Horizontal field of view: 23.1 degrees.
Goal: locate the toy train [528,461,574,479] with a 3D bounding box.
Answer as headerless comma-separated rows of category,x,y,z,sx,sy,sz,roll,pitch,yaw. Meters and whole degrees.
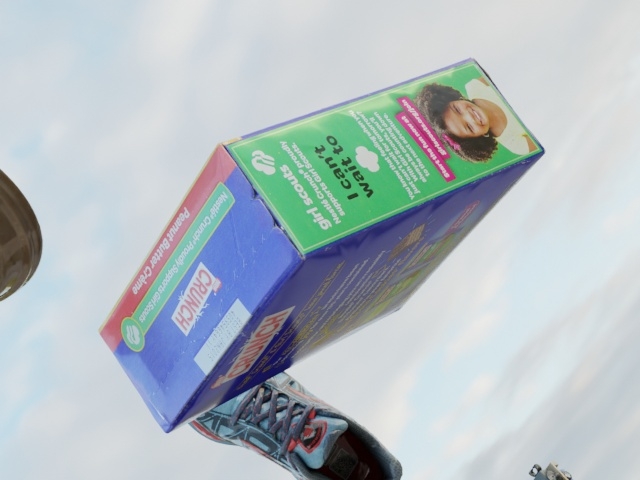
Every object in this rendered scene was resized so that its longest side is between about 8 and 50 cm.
toy train,0.202,0.209,1.068,0.036,0.158,0.027,-4,-47,-50

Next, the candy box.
candy box,0.000,0.000,1.333,0.317,0.122,0.268,-25,-18,-44

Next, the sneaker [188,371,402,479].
sneaker,-0.024,0.175,1.528,0.104,0.262,0.125,-64,19,-13

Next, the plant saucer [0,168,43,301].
plant saucer,-0.375,-0.016,1.329,0.278,0.278,0.041,103,180,-53
